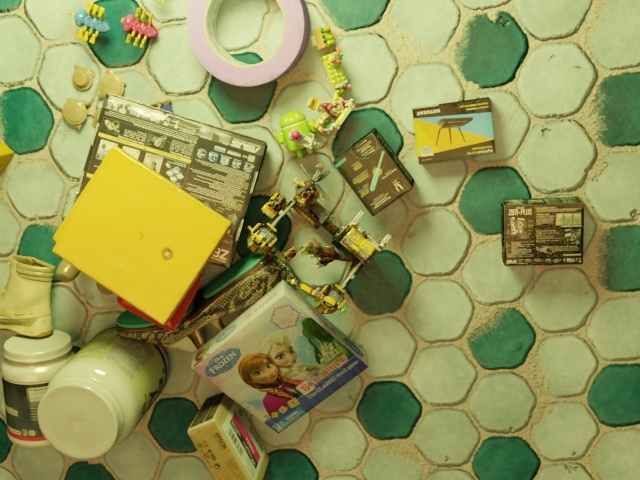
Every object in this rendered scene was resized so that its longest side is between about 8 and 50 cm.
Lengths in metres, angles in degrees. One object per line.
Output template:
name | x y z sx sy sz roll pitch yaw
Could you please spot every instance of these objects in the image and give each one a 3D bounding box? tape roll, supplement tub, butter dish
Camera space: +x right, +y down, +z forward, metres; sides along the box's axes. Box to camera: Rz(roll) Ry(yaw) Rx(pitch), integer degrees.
tape roll | -0.165 -0.497 1.761 0.274 0.090 0.275 2 105 9
supplement tub | -0.539 0.374 1.919 0.235 0.325 0.236 3 107 8
supplement tub | -0.741 0.393 2.028 0.191 0.191 0.272 3 105 8
butter dish | -0.382 0.118 1.838 0.160 0.118 0.160 27 81 -2

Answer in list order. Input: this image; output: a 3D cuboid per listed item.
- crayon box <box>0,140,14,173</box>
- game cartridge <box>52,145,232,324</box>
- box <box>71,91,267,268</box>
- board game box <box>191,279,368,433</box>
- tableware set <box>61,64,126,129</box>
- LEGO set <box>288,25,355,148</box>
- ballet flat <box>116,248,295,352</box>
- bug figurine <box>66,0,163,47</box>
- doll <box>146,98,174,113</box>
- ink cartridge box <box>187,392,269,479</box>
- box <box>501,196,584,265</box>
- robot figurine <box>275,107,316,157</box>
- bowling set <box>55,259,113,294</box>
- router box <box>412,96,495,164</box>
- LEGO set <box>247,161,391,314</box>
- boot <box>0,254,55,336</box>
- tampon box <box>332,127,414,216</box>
crayon box | -0.961 -0.090 1.873 0.106 0.313 0.363 40 107 1
game cartridge | -0.411 -0.011 1.743 0.323 0.053 0.285 34 91 0
box | -0.355 -0.138 1.808 0.394 0.097 0.318 16 90 -4
board game box | -0.100 0.301 1.917 0.318 0.066 0.318 -40 116 16
tableware set | -0.564 -0.351 1.897 0.141 0.020 0.169 20 105 1
LEGO set | 0.024 -0.345 1.738 0.132 0.107 0.287 13 92 -16
ballet flat | -0.280 0.183 1.930 0.482 0.164 0.182 -25 113 11
bug figurine | -0.459 -0.581 1.793 0.216 0.072 0.279 25 102 -5
doll | -0.370 -0.249 1.879 0.129 0.046 0.189 -11 102 13
ink cartridge box | -0.234 0.534 1.984 0.088 0.193 0.235 -26 100 12
box | 0.516 -0.021 1.783 0.180 0.077 0.148 -2 104 9
robot figurine | -0.056 -0.255 1.817 0.101 0.067 0.115 -20 101 -4
bowling set | -0.505 0.029 1.888 0.286 0.154 0.200 20 138 0
router box | 0.310 -0.254 1.771 0.178 0.046 0.133 -7 104 10
LEGO set | 0.000 0.000 1.770 0.255 0.192 0.331 -40 87 -21
boot | -0.828 0.135 2.028 0.261 0.095 0.204 10 102 14
tampon box | 0.127 -0.162 1.795 0.120 0.101 0.161 -35 98 16
